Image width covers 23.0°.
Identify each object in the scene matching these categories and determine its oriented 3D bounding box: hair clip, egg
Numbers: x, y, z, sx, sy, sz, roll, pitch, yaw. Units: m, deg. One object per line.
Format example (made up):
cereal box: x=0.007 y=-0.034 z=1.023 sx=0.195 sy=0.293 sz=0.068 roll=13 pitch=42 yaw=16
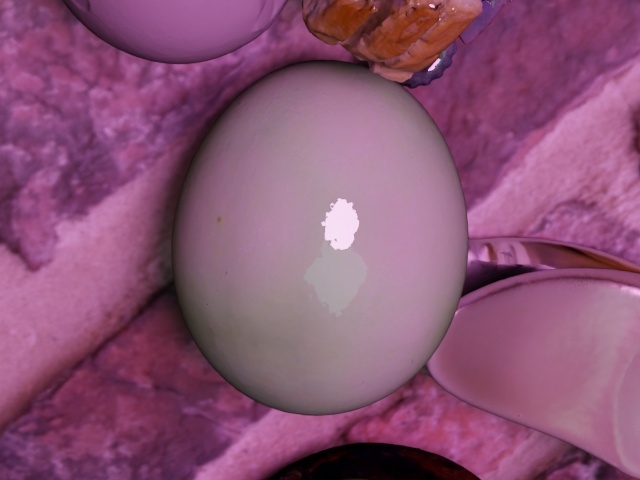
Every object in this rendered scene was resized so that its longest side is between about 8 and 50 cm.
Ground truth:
hair clip: x=0.177 y=0.084 z=1.313 sx=0.282 sy=0.113 sz=0.172 roll=13 pitch=109 yaw=-17
egg: x=0.000 y=0.000 z=1.167 sx=0.220 sy=0.220 sz=0.270 roll=-1 pitch=119 yaw=-11
egg: x=-0.095 y=-0.205 z=1.023 sx=0.176 sy=0.232 sz=0.176 roll=-7 pitch=120 yaw=-13

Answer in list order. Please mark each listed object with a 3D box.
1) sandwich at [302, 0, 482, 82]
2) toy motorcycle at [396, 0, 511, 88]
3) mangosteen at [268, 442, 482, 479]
sandwich: x=0.093 y=-0.251 z=0.964 sx=0.095 sy=0.249 sz=0.273 roll=23 pitch=147 yaw=-21
toy motorcycle: x=0.098 y=-0.216 z=1.148 sx=0.213 sy=0.082 sz=0.122 roll=-49 pitch=128 yaw=7
mangosteen: x=0.045 y=0.308 z=1.318 sx=0.311 sy=0.311 sz=0.311 roll=-5 pitch=121 yaw=-9
